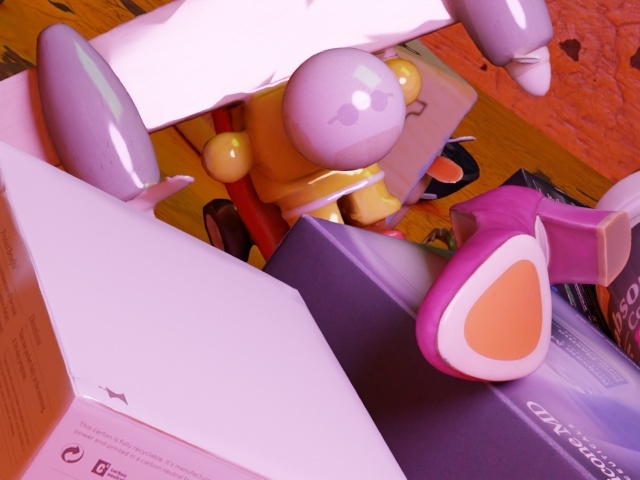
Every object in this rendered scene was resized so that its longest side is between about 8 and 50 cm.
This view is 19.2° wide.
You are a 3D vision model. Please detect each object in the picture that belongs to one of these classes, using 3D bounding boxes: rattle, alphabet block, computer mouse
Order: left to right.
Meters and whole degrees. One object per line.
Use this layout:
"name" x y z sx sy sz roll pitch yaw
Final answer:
"alphabet block" -0.008 -0.140 1.835 0.197 0.193 0.192 21 18 -45
"computer mouse" 0.058 -0.107 2.178 0.184 0.060 0.262 46 28 23
"rattle" 0.063 -0.093 1.924 0.143 0.130 0.199 46 -4 -2

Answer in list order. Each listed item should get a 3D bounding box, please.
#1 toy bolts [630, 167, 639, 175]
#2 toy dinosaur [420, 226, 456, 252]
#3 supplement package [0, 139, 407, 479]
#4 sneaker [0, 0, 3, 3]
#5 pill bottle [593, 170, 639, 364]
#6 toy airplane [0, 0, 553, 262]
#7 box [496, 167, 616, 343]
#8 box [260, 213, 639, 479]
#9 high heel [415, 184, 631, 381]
"toy bolts" 0.406 0.052 2.156 0.158 0.218 0.228 18 24 -12
"toy dinosaur" 0.166 0.024 2.011 0.112 0.064 0.211 50 19 -16
"supplement package" -0.091 0.099 0.908 0.204 0.145 0.262 28 16 -28
"sneaker" -0.307 -0.259 1.796 0.077 0.072 0.178 40 15 -30
"pill bottle" 0.337 0.064 1.683 0.162 0.162 0.278 28 26 -28
"toy airplane" -0.020 -0.138 1.380 0.384 0.386 0.272 27 3 -26
"box" 0.306 0.100 1.853 0.293 0.073 0.295 26 35 -39
"box" 0.113 0.151 1.150 0.296 0.183 0.294 43 17 30
"high heel" 0.080 0.017 1.057 0.117 0.082 0.244 5 21 28
